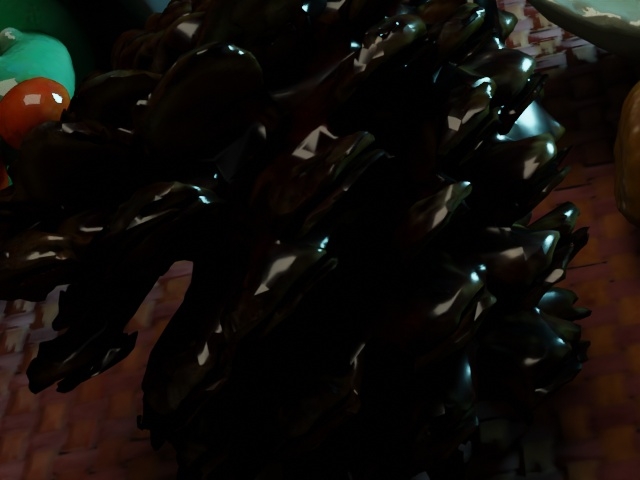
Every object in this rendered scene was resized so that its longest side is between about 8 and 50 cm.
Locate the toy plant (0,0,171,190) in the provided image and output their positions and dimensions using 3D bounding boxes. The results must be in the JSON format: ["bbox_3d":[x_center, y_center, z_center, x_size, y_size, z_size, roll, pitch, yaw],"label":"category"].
[{"bbox_3d":[-0.157,-0.106,0.864,0.279,0.185,0.400,22,65,31],"label":"toy plant"}]

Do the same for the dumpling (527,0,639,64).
[{"bbox_3d":[0.161,-0.135,0.787,0.252,0.131,0.179,8,38,-25],"label":"dumpling"}]

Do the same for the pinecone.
[{"bbox_3d":[0.000,0.000,0.612,0.221,0.221,0.221,-12,33,8],"label":"pinecone"}]

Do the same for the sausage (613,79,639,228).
[{"bbox_3d":[0.233,-0.051,0.679,0.238,0.098,0.098,-9,33,15],"label":"sausage"}]
